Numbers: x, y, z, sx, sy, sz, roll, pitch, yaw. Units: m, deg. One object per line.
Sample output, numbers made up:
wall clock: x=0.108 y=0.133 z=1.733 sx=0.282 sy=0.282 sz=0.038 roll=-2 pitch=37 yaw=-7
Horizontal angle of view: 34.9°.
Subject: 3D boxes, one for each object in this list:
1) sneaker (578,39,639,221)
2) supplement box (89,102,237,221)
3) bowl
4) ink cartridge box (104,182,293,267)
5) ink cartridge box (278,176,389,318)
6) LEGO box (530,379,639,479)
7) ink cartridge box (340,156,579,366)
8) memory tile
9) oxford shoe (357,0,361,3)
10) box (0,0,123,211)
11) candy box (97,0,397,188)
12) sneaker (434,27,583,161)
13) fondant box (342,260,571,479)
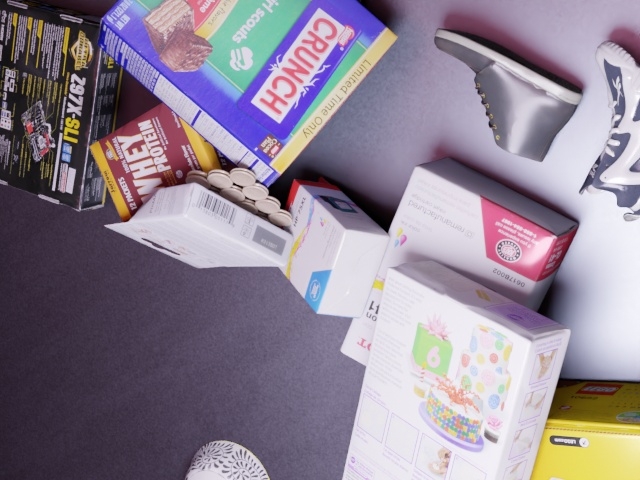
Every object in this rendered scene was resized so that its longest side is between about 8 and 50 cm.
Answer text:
sneaker: x=0.386 y=-0.130 z=1.328 sx=0.153 sy=0.094 sz=0.235 roll=-32 pitch=95 yaw=19
supplement box: x=-0.207 y=-0.135 z=1.569 sx=0.191 sy=0.194 sz=0.129 roll=-25 pitch=88 yaw=28
bowl: x=-0.173 y=0.434 z=1.725 sx=0.170 sy=0.080 sz=0.170 roll=6 pitch=103 yaw=26
ink cartridge box: x=-0.182 y=-0.016 z=1.504 sx=0.232 sy=0.189 sz=0.066 roll=2 pitch=70 yaw=52
ink cartridge box: x=0.000 y=0.000 z=1.491 sx=0.231 sy=0.078 sz=0.134 roll=46 pitch=122 yaw=54
LEGO box: x=0.505 y=0.387 z=1.281 sx=0.500 sy=0.193 sz=0.372 roll=-2 pitch=99 yaw=34
ink cartridge box: x=0.193 y=0.067 z=1.444 sx=0.226 sy=0.131 sz=0.306 roll=28 pitch=110 yaw=20
memory tile: x=-0.116 y=-0.059 z=1.459 sx=0.113 sy=0.148 sz=0.012 roll=-5 pitch=58 yaw=28
oxford shoe: x=0.002 y=-0.435 z=1.474 sx=0.096 sy=0.083 sz=0.227 roll=-33 pitch=90 yaw=13
box: x=-0.472 y=-0.239 z=1.751 sx=0.257 sy=0.079 sz=0.322 roll=17 pitch=107 yaw=21
candy box: x=-0.102 y=-0.276 z=1.414 sx=0.317 sy=0.122 sz=0.268 roll=41 pitch=76 yaw=-7
sneaker: x=0.235 y=-0.201 z=1.398 sx=0.222 sy=0.083 sz=0.118 roll=33 pitch=113 yaw=17
fondant box: x=0.166 y=0.222 z=1.319 sx=0.238 sy=0.096 sz=0.330 roll=28 pitch=116 yaw=42
